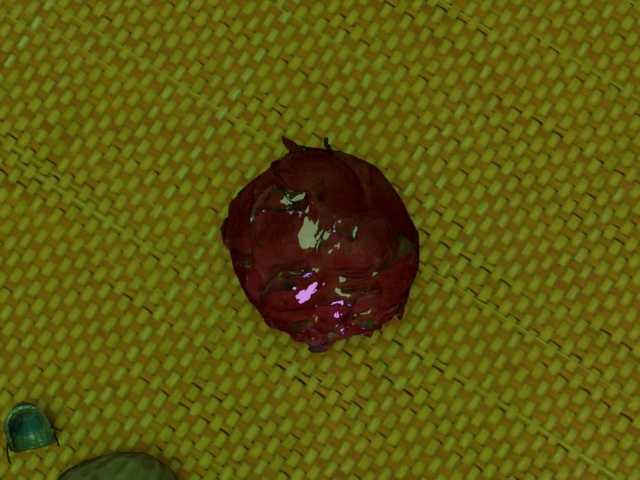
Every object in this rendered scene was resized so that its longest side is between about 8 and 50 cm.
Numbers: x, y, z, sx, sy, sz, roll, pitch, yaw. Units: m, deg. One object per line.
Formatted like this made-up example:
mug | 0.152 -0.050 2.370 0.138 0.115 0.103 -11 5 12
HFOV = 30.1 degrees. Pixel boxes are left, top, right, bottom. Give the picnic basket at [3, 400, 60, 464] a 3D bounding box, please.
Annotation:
picnic basket | -0.368 0.243 1.508 0.065 0.083 0.083 -12 39 -13

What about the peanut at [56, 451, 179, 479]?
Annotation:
peanut | -0.309 0.365 1.472 0.298 0.120 0.136 -39 60 -2

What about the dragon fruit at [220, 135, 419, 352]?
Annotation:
dragon fruit | 0.002 0.008 1.449 0.241 0.241 0.252 -43 69 -3
